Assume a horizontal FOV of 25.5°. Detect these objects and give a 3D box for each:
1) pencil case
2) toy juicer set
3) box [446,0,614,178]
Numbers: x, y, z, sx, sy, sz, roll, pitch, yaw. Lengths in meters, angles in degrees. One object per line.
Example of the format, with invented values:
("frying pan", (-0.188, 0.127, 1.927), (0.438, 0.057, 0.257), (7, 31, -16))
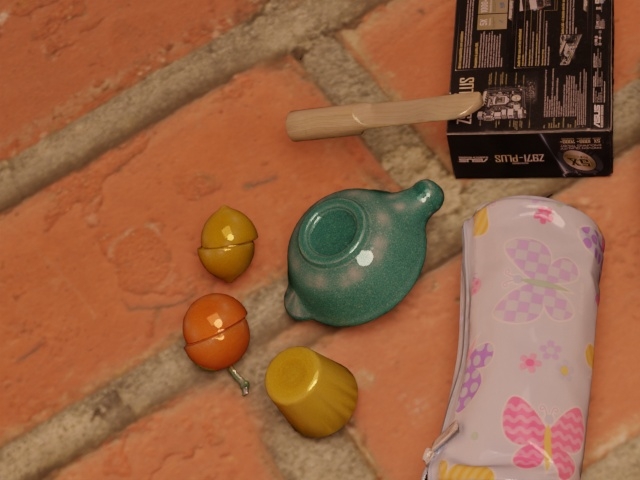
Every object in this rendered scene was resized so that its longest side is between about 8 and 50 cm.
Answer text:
("pencil case", (0.160, 0.099, 1.154), (0.124, 0.113, 0.273), (7, 62, 10))
("toy juicer set", (0.000, 0.000, 1.271), (0.209, 0.089, 0.329), (18, 74, 35))
("box", (0.197, -0.152, 1.312), (0.147, 0.077, 0.180), (-1, 60, 12))
